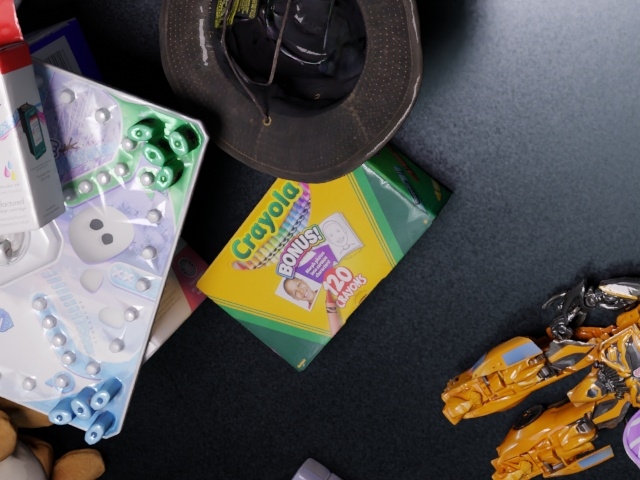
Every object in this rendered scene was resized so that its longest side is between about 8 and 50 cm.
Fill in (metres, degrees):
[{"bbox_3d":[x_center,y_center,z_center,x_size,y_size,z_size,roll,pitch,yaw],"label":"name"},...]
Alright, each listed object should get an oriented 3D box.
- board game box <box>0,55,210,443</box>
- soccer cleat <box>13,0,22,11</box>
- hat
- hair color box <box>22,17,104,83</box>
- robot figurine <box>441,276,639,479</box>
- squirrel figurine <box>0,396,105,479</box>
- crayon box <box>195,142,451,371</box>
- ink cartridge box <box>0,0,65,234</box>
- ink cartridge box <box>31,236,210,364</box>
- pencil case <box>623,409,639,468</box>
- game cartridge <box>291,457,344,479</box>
[{"bbox_3d":[-0.355,-0.010,1.550,0.390,0.050,0.390,21,110,7],"label":"board game box"},{"bbox_3d":[-0.509,-0.268,1.678,0.331,0.143,0.116,-4,112,23],"label":"soccer cleat"},{"bbox_3d":[-0.008,-0.218,1.508,0.331,0.134,0.331,8,105,34],"label":"hat"},{"bbox_3d":[-0.446,-0.152,1.685,0.339,0.185,0.110,-14,108,26],"label":"hair color box"},{"bbox_3d":[0.292,0.166,1.601,0.291,0.085,0.211,-32,100,31],"label":"robot figurine"},{"bbox_3d":[-0.534,0.246,1.850,0.397,0.281,0.370,-14,112,31],"label":"squirrel figurine"},{"bbox_3d":[0.000,0.000,1.640,0.165,0.081,0.278,39,122,0],"label":"crayon box"},{"bbox_3d":[-0.356,-0.121,1.449,0.134,0.078,0.231,-8,103,15],"label":"ink cartridge box"},{"bbox_3d":[-0.281,0.015,1.685,0.283,0.207,0.117,46,118,-3],"label":"ink cartridge box"},{"bbox_3d":[0.400,0.250,1.549,0.088,0.086,0.206,-42,136,0],"label":"pencil case"},{"bbox_3d":[-0.017,0.469,1.886,0.230,0.068,0.355,32,122,0],"label":"game cartridge"}]
